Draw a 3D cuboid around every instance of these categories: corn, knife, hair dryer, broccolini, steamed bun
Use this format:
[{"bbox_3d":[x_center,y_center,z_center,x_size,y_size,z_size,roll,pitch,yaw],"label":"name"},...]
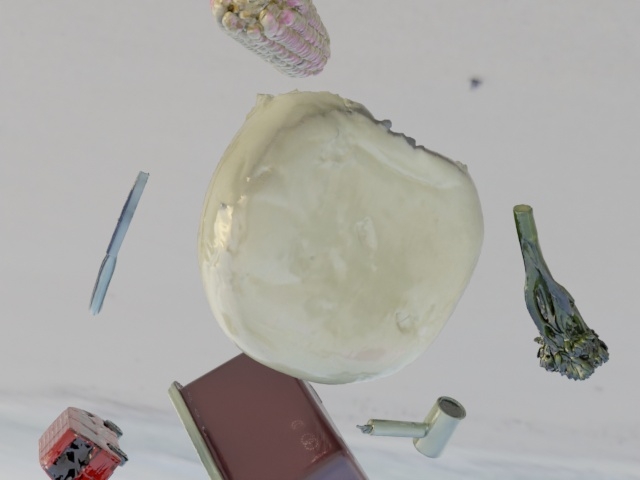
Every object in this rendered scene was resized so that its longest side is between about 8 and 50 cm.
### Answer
[{"bbox_3d":[-0.062,-0.305,1.868,0.127,0.126,0.335,13,176,11],"label":"corn"},{"bbox_3d":[-0.181,0.009,1.191,0.015,0.028,0.210,28,141,-1],"label":"knife"},{"bbox_3d":[0.090,0.194,1.426,0.124,0.063,0.038,9,-147,-31],"label":"hair dryer"},{"bbox_3d":[0.217,0.056,1.336,0.202,0.068,0.091,58,-177,-23],"label":"broccolini"},{"bbox_3d":[0.000,0.000,1.557,0.334,0.312,0.233,35,174,-24],"label":"steamed bun"}]

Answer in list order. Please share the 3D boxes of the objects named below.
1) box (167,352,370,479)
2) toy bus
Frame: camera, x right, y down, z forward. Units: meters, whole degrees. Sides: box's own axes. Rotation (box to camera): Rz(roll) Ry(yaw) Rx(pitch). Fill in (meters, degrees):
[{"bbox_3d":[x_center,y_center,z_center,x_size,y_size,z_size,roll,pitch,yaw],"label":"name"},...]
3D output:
[{"bbox_3d":[-0.055,0.274,1.743,0.294,0.167,0.193,54,178,46],"label":"box"},{"bbox_3d":[-0.301,0.260,1.686,0.089,0.081,0.195,42,177,-12],"label":"toy bus"}]
